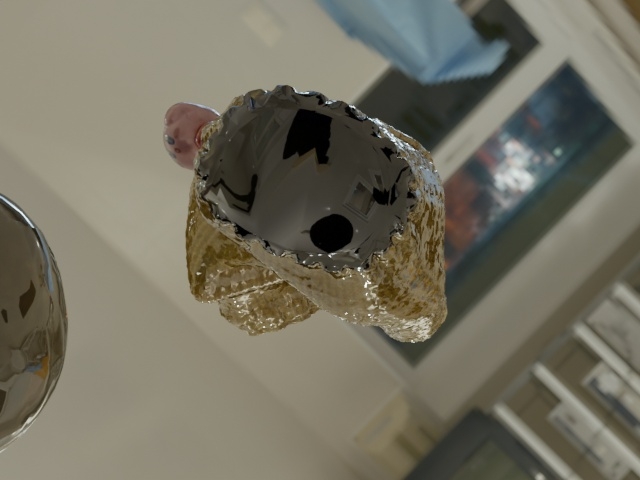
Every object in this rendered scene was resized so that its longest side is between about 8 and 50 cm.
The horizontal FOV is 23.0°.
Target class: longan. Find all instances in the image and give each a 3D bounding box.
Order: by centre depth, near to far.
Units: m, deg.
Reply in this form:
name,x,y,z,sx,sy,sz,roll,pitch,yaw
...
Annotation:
name,x,y,z,sx,sy,sz,roll,pitch,yaw
longan,-0.362,0.080,1.405,0.297,0.297,0.297,45,178,2

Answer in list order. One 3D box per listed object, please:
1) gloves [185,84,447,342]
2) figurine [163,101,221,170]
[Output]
name,x,y,z,sx,sy,sz,roll,pitch,yaw
gloves,0.005,-0.015,1.094,0.203,0.155,0.356,20,165,5
figurine,-0.124,-0.102,1.596,0.071,0.067,0.083,18,139,31
